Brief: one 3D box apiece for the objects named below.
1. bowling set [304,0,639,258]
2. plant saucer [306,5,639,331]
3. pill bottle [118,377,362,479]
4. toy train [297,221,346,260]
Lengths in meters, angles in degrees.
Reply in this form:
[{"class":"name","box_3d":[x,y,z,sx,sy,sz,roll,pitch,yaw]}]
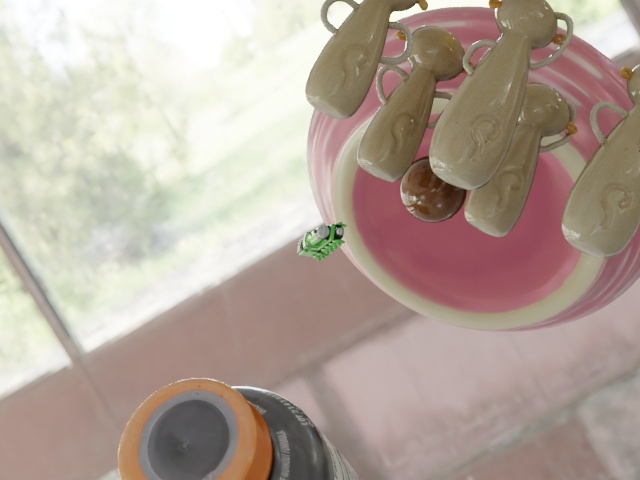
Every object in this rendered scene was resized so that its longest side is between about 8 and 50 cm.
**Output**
[{"class":"bowling set","box_3d":[0.111,-0.103,1.225,0.154,0.287,0.200,-64,12,-12]},{"class":"plant saucer","box_3d":[0.139,-0.042,1.427,0.332,0.332,0.084,-25,23,35]},{"class":"pill bottle","box_3d":[-0.038,0.174,1.015,0.130,0.130,0.246,-30,-36,3]},{"class":"toy train","box_3d":[0.000,0.000,1.187,0.023,0.017,0.083,8,-12,-10]}]
